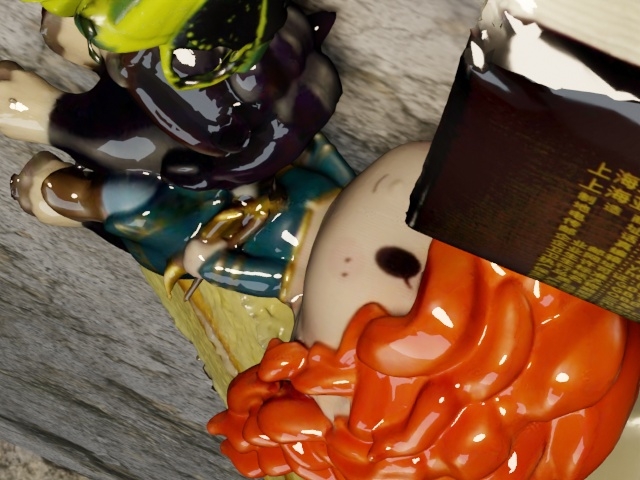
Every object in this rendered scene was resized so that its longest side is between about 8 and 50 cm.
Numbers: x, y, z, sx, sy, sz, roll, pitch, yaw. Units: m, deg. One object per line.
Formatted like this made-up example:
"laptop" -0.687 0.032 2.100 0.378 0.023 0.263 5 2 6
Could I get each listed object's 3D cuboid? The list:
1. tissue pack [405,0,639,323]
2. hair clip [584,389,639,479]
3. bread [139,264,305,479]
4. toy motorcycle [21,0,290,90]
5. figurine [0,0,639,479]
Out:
"tissue pack" 0.235 -0.036 0.566 0.370 0.198 0.210 23 159 1
"hair clip" 0.139 0.190 1.136 0.172 0.282 0.113 18 145 13
"bread" -0.053 0.074 1.235 0.236 0.198 0.263 31 159 1
"toy motorcycle" -0.120 -0.160 0.744 0.342 0.142 0.206 -3 110 53
"figurine" -0.006 -0.010 0.943 0.412 0.241 0.306 42 136 -1
